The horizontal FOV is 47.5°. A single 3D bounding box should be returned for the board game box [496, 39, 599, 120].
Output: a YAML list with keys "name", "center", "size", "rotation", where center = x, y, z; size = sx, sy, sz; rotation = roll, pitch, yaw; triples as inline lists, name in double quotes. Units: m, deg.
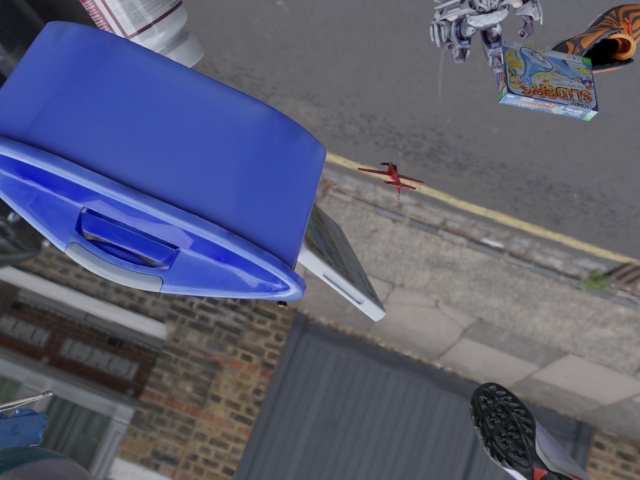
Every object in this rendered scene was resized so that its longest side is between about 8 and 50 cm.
- name: "board game box"
  center: [0.451, -0.320, 1.454]
  size: [0.201, 0.136, 0.035]
  rotation: [8, 154, -12]

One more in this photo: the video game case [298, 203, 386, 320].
- name: "video game case"
  center: [0.000, 0.000, 1.116]
  size: [0.206, 0.026, 0.227]
  rotation: [40, -164, -40]

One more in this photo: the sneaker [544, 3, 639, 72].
- name: "sneaker"
  center: [0.678, -0.452, 1.668]
  size: [0.124, 0.321, 0.180]
  rotation: [62, 165, -19]

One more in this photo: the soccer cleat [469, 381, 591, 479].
- name: "soccer cleat"
  center: [0.386, 0.389, 1.288]
  size: [0.318, 0.108, 0.116]
  rotation: [50, -167, 31]

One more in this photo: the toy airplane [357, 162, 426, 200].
- name: "toy airplane"
  center: [0.151, -0.129, 1.489]
  size: [0.151, 0.151, 0.028]
  rotation: [20, 120, 6]

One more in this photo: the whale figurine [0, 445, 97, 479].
- name: "whale figurine"
  center: [-0.315, 0.295, 0.626]
  size: [0.141, 0.272, 0.216]
  rotation: [21, 135, 37]

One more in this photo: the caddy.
- name: "caddy"
  center: [-0.160, -0.044, 0.684]
  size: [0.341, 0.179, 0.241]
  rotation: [24, 165, -8]

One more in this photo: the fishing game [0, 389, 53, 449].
- name: "fishing game"
  center: [-0.516, 0.324, 1.131]
  size: [0.189, 0.041, 0.264]
  rotation: [-15, -161, -9]

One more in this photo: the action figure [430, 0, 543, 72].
- name: "action figure"
  center: [0.282, -0.373, 1.253]
  size: [0.185, 0.099, 0.285]
  rotation: [0, 178, 9]

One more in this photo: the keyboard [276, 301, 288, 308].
- name: "keyboard"
  center: [-0.128, 0.034, 1.266]
  size: [0.201, 0.033, 0.317]
  rotation: [39, -174, -4]

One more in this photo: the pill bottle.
- name: "pill bottle"
  center: [-0.263, -0.334, 1.014]
  size: [0.121, 0.121, 0.221]
  rotation: [1, 132, 47]
